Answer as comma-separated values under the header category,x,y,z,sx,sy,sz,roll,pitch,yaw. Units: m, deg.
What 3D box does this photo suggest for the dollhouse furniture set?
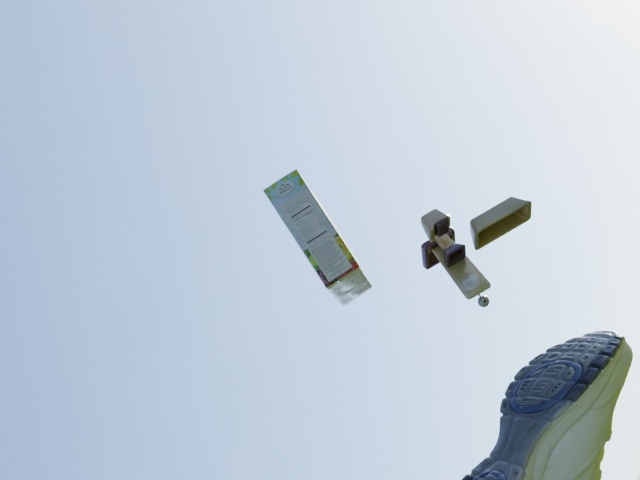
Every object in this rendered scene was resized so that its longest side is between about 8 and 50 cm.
category,x,y,z,sx,sy,sz,roll,pitch,yaw
dollhouse furniture set,0.161,0.002,1.276,0.114,0.081,0.091,-30,-31,-12

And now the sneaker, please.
category,x,y,z,sx,sy,sz,roll,pitch,yaw
sneaker,0.242,0.226,1.434,0.129,0.111,0.297,42,-107,-25

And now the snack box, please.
category,x,y,z,sx,sy,sz,roll,pitch,yaw
snack box,0.000,0.000,1.202,0.037,0.100,0.141,-32,-12,1
